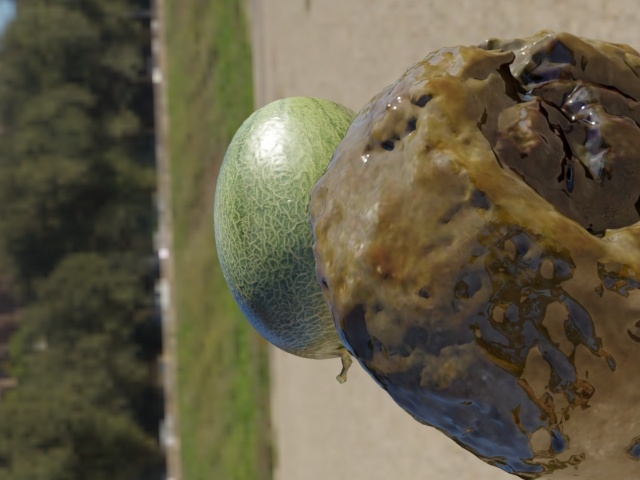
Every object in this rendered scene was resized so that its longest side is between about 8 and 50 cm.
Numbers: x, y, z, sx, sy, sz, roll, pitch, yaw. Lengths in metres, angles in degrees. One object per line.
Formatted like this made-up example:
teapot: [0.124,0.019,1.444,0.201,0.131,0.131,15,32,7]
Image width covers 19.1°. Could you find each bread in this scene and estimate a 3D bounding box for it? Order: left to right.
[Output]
bread: [0.109,-0.003,0.854,0.123,0.230,0.230,118,155,-48]

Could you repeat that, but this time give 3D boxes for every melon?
melon: [0.000,0.000,1.243,0.139,0.139,0.192,100,159,-74]
